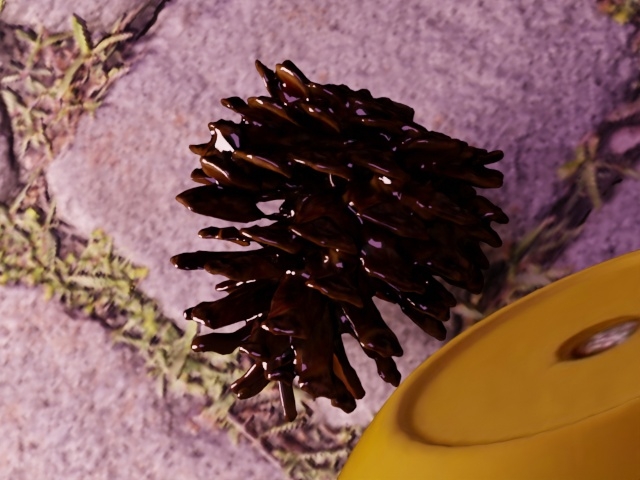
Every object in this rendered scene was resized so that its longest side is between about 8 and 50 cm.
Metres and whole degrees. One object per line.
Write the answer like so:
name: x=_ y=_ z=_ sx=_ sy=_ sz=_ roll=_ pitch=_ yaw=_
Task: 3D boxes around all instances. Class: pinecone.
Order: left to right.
pinecone: x=0.001 y=0.005 z=0.969 sx=0.163 sy=0.163 sz=0.165 roll=23 pitch=90 yaw=29

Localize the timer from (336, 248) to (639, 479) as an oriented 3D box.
timer: x=0.177 y=0.199 z=0.734 sx=0.376 sy=0.376 sz=0.387 roll=-24 pitch=105 yaw=12
